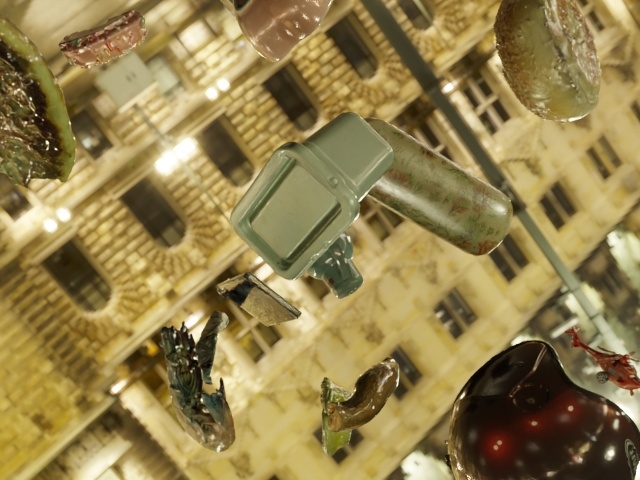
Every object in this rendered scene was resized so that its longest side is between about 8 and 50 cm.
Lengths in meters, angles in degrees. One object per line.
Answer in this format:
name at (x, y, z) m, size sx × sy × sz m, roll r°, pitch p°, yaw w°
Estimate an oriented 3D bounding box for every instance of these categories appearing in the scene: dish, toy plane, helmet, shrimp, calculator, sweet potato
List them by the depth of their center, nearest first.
helmet at (0.243, 0.231, 1.121) m, size 0.216 × 0.189 × 0.193 m, roll -1°, pitch -142°, yaw 31°
dish at (-0.064, -0.385, 1.537) m, size 0.213 × 0.090 × 0.213 m, roll -37°, pitch -140°, yaw 38°
shrimp at (-0.229, 0.293, 1.909) m, size 0.178 × 0.289 × 0.075 m, roll 22°, pitch -145°, yaw 40°
toy plane at (0.579, 0.248, 2.081) m, size 0.194 × 0.077 × 0.126 m, roll 23°, pitch -154°, yaw 28°
sweet potato at (0.105, 0.324, 2.218) m, size 0.112 × 0.085 × 0.286 m, roll -14°, pitch -161°, yaw 32°
calculator at (-0.144, 0.137, 2.293) m, size 0.021 × 0.161 × 0.262 m, roll -56°, pitch -167°, yaw -18°

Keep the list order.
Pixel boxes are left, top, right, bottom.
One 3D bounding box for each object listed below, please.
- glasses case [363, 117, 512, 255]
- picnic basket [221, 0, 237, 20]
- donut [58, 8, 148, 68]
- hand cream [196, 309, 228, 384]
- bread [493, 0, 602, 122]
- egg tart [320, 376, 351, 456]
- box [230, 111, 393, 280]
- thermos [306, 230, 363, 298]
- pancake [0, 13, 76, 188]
glasses case at (0.223, -0.111, 2.142) m, size 0.156 × 0.425 × 0.098 m, roll -60°, pitch -160°, yaw 3°
picnic basket at (-0.115, -0.477, 1.747) m, size 0.165 × 0.266 × 0.139 m, roll -41°, pitch -156°, yaw 0°
donut at (-0.390, -0.350, 1.795) m, size 0.166 × 0.065 × 0.117 m, roll -17°, pitch -156°, yaw 16°
hand cream at (-0.270, 0.258, 2.438) m, size 0.075 × 0.052 × 0.247 m, roll -16°, pitch -147°, yaw 21°
bread at (0.439, -0.370, 1.982) m, size 0.159 × 0.305 × 0.305 m, roll -19°, pitch -160°, yaw 28°
egg tart at (0.037, 0.441, 2.521) m, size 0.078 × 0.197 × 0.197 m, roll 2°, pitch -166°, yaw -2°
box at (-0.007, -0.089, 1.800) m, size 0.182 × 0.175 × 0.312 m, roll -45°, pitch 179°, yaw -35°
thermos at (0.000, 0.000, 2.401) m, size 0.145 × 0.286 × 0.182 m, roll -30°, pitch 158°, yaw -12°
pancake at (-0.563, -0.260, 1.707) m, size 0.305 × 0.427 × 0.066 m, roll -20°, pitch -143°, yaw 39°
